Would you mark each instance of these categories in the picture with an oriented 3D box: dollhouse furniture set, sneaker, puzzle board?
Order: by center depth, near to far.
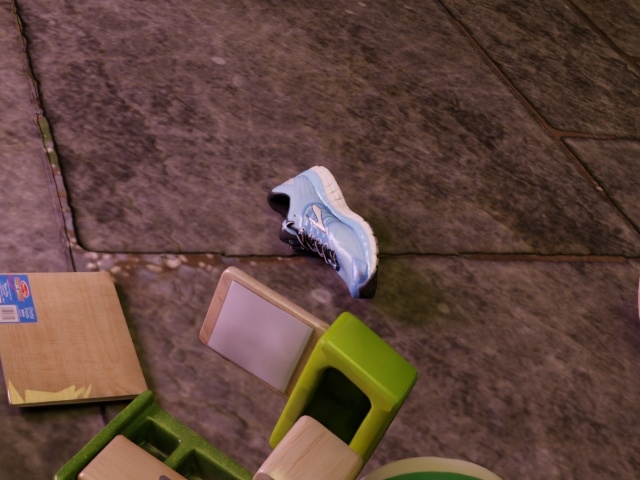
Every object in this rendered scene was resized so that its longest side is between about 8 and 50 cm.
[{"bbox_3d":[-0.100,0.159,0.454,0.151,0.198,0.301,32,36,10],"label":"dollhouse furniture set"},{"bbox_3d":[-0.188,0.070,0.678,0.096,0.011,0.128,0,41,-30],"label":"puzzle board"},{"bbox_3d":[0.000,0.000,0.846,0.073,0.063,0.162,-17,45,-19],"label":"sneaker"}]

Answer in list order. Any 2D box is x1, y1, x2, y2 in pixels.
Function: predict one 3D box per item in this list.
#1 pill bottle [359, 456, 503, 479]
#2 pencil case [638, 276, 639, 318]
[{"bbox_3d":[0.067,0.236,0.515,0.117,0.118,0.208,15,36,-10],"label":"pill bottle"},{"bbox_3d":[0.507,0.062,0.940,0.410,0.160,0.183,-1,27,-29],"label":"pencil case"}]
